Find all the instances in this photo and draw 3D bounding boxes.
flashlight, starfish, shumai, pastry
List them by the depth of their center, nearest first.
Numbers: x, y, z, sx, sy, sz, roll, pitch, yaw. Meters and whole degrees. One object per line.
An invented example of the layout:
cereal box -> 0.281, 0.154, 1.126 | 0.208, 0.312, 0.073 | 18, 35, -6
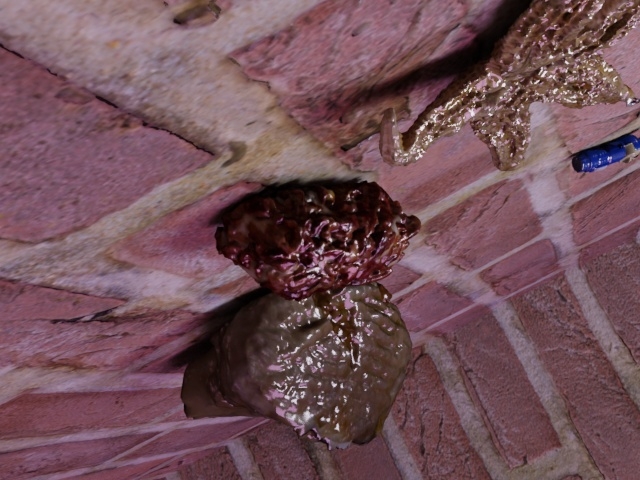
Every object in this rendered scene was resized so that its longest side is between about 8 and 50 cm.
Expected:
starfish -> 0.182, -0.138, 0.908 | 0.299, 0.060, 0.302 | -34, 161, 7
pastry -> 0.001, -0.001, 1.040 | 0.115, 0.097, 0.208 | -45, 159, 29
flashlight -> 0.377, -0.110, 1.488 | 0.121, 0.035, 0.057 | -19, 167, -30
shumai -> -0.055, 0.145, 1.501 | 0.283, 0.217, 0.346 | 5, 180, 41
